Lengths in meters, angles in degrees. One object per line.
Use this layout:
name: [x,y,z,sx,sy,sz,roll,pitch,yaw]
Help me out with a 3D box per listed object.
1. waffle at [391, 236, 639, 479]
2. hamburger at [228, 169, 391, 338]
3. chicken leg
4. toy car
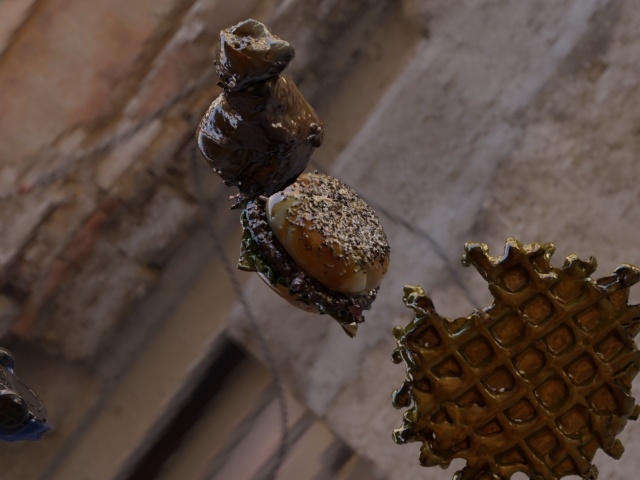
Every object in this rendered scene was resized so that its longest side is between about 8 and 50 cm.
waffle: [0.175,0.113,1.441,0.051,0.229,0.231,82,-165,-86]
hamburger: [-0.002,-0.003,1.570,0.164,0.189,0.093,26,-59,-31]
chicken leg: [-0.053,-0.113,1.339,0.107,0.087,0.251,-40,-15,-12]
toy car: [-0.305,0.095,1.302,0.063,0.103,0.216,-44,-64,2]
